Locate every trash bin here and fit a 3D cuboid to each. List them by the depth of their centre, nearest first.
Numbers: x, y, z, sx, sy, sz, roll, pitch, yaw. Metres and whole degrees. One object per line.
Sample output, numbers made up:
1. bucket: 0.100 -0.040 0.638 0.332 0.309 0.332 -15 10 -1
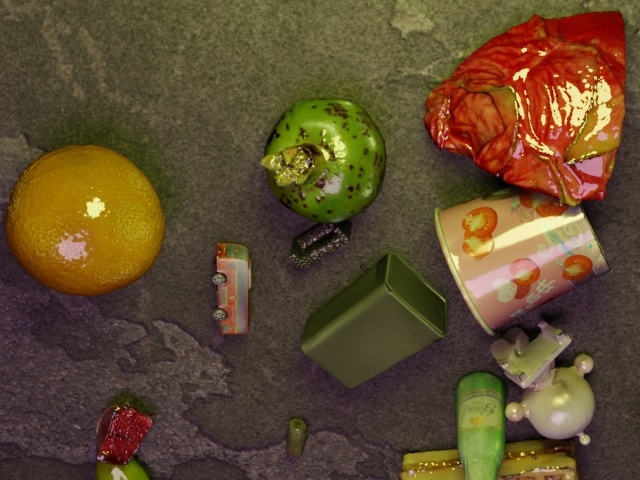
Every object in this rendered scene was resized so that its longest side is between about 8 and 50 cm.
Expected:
1. trash bin: 0.102 0.162 1.820 0.164 0.122 0.240 39 123 -18

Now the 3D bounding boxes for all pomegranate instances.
1. pomegranate: -0.001 -0.129 1.567 0.211 0.263 0.211 2 97 19

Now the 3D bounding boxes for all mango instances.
1. mango: -0.456 0.552 2.199 0.117 0.089 0.163 -20 107 30

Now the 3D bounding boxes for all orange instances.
1. orange: -0.410 -0.033 1.684 0.274 0.274 0.274 4 124 6

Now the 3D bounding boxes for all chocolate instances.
1. chocolate: 0.306 0.376 1.826 0.110 0.291 0.110 4 121 7

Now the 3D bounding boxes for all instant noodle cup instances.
1. instant noodle cup: 0.345 0.011 1.616 0.231 0.243 0.243 -24 117 16

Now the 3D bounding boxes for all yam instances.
1. yam: -0.053 0.429 2.071 0.043 0.043 0.094 12 124 1

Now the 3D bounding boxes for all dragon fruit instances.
1. dragon fruit: 0.325 -0.179 1.526 0.330 0.302 0.240 -4 151 22
2. dragon fruit: -0.436 0.412 2.102 0.102 0.096 0.147 28 93 -22

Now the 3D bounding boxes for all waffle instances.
1. waffle: 0.373 0.552 2.042 0.376 0.114 0.261 -9 123 15

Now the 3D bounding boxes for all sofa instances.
1. sofa: 0.000 0.000 1.760 0.118 0.060 0.039 -31 118 26

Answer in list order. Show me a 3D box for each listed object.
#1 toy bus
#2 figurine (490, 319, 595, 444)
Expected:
1. toy bus: -0.171 0.094 1.853 0.077 0.065 0.192 0 125 -4
2. figurine: 0.448 0.280 1.833 0.145 0.182 0.256 0 135 53
